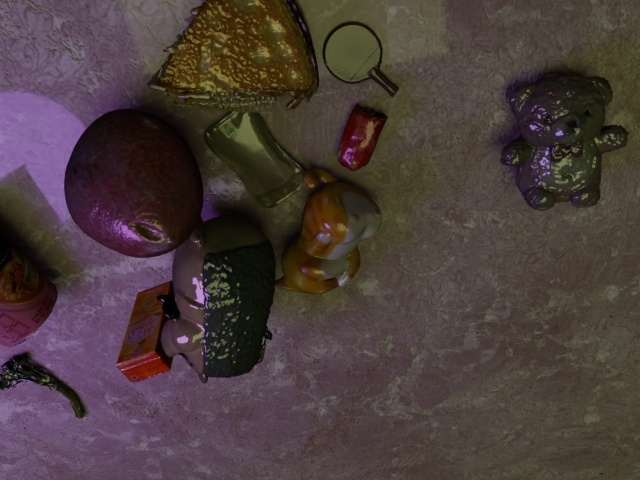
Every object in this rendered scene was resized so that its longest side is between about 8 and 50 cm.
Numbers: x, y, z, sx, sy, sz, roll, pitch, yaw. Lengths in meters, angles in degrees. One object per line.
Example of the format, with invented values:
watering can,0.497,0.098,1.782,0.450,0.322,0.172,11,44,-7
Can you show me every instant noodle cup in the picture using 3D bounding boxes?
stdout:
instant noodle cup,-0.703,0.088,1.125,0.244,0.244,0.255,-28,129,13

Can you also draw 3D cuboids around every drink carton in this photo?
drink carton,-0.372,0.199,1.205,0.096,0.223,0.071,-20,124,9

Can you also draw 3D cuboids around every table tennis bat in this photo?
table tennis bat,0.084,-0.305,0.976,0.170,0.119,0.107,35,115,-22

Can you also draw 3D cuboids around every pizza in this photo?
pizza,-0.124,-0.308,0.933,0.251,0.074,0.288,38,92,-17

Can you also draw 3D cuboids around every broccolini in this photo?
broccolini,-0.731,0.400,1.415,0.123,0.062,0.271,-19,126,19

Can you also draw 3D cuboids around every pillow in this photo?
pillow,-0.130,-0.163,1.101,0.130,0.033,0.217,-32,120,18

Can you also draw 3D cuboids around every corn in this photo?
corn,-0.183,-0.276,0.999,0.210,0.087,0.087,5,123,-14

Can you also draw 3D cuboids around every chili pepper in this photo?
chili pepper,0.080,-0.199,1.076,0.073,0.070,0.123,3,122,-27

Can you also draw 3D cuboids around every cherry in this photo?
cherry,-0.334,-0.098,0.994,0.221,0.307,0.261,-3,132,-54

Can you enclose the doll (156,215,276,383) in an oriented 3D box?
doll,-0.215,0.126,1.132,0.247,0.247,0.350,-1,107,-4

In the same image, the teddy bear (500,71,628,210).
teddy bear,0.473,-0.191,1.065,0.236,0.151,0.267,-5,128,6

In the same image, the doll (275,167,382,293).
doll,0.014,0.001,1.149,0.166,0.162,0.270,-5,126,-46
